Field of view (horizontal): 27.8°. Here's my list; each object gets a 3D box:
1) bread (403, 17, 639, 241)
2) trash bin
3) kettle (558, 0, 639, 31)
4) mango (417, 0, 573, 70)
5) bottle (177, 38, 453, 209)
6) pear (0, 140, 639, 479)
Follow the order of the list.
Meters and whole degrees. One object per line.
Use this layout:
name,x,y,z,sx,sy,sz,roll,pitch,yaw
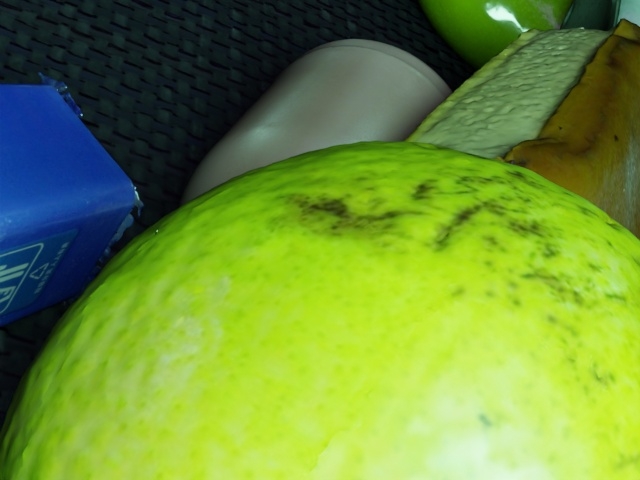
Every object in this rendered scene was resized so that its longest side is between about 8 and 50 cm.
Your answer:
bread,0.172,0.040,0.905,0.333,0.143,0.323,-45,123,-51
trash bin,-0.245,-0.020,0.768,0.184,0.162,0.234,49,35,18
kettle,0.378,-0.030,1.143,0.377,0.250,0.361,16,76,-4
mango,0.210,-0.226,1.339,0.175,0.143,0.293,-25,76,-41
bottle,0.000,0.000,0.917,0.206,0.173,0.297,53,35,-13
pear,0.009,0.156,0.602,0.391,0.391,0.391,20,40,-18
